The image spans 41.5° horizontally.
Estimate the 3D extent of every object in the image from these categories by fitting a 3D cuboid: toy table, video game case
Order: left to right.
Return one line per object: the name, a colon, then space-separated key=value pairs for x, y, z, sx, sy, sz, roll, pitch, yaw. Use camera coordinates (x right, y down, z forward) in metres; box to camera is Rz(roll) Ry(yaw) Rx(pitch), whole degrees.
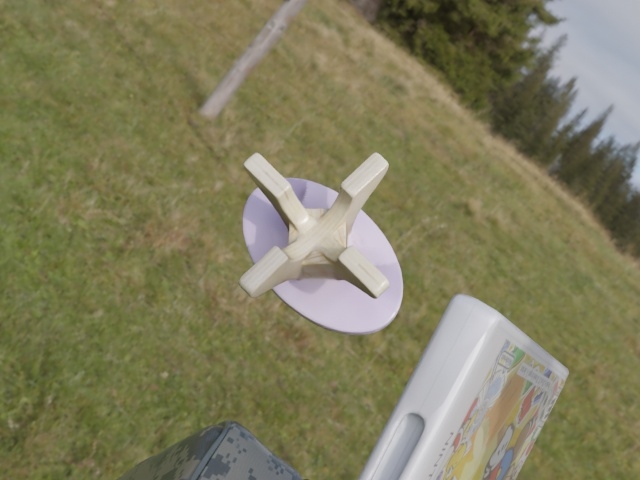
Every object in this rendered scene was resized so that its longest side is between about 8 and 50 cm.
toy table: x=0.000 y=0.000 z=1.164 sx=0.274 sy=0.252 sz=0.161 roll=33 pitch=-13 yaw=12
video game case: x=0.061 y=0.143 z=0.445 sx=0.026 sy=0.206 sz=0.227 roll=27 pitch=-2 yaw=27

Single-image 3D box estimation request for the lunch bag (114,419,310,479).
lunch bag: x=-0.089 y=0.319 z=0.665 sx=0.256 sy=0.305 sz=0.212 roll=43 pitch=38 yaw=-11
